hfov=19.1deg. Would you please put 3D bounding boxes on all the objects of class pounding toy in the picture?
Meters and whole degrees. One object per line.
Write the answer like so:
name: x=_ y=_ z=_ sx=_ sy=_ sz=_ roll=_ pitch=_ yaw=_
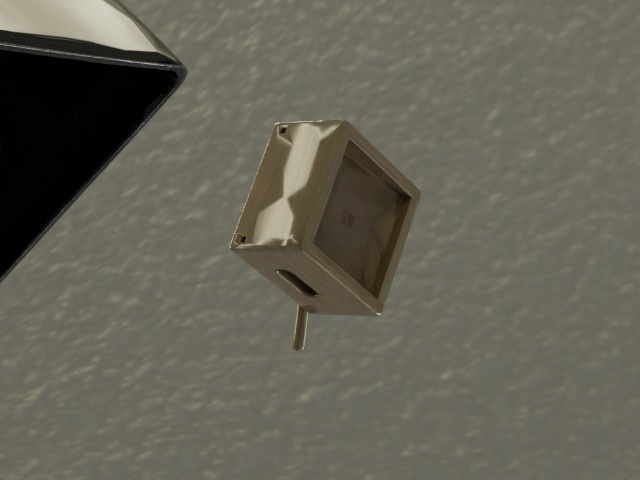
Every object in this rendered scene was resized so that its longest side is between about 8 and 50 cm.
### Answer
pounding toy: x=0.000 y=0.000 z=1.459 sx=0.141 sy=0.100 sz=0.130 roll=41 pitch=-120 yaw=-43

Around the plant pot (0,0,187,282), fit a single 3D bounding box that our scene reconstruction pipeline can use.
plant pot: x=-0.212 y=-0.084 z=0.895 sx=0.188 sy=0.187 sz=0.167 roll=2 pitch=-131 yaw=-57
